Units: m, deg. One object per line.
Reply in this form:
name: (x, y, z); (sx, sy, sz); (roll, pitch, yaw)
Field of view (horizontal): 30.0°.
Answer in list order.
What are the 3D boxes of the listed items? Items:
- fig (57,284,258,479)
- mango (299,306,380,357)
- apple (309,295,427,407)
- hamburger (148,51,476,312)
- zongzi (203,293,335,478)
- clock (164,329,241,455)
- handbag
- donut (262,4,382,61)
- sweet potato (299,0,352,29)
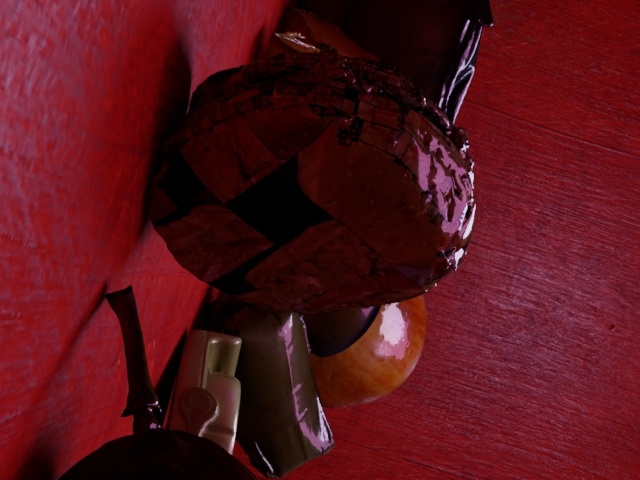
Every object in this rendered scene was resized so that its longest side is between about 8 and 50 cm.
fig: (-0.105, 0.188, 0.756); (0.204, 0.186, 0.249); (-38, 143, -52)
mango: (0.000, 0.000, 1.520); (0.152, 0.201, 0.287); (-50, 140, -83)
apple: (0.014, 0.105, 1.744); (0.233, 0.286, 0.286); (37, 69, -57)
hamburger: (-0.001, -0.031, 0.825); (0.231, 0.231, 0.107); (106, 4, -47)
zongzi: (-0.099, 0.124, 1.486); (0.289, 0.123, 0.260); (48, -24, 54)
clock: (-0.127, 0.214, 1.230); (0.232, 0.069, 0.170); (-93, -165, -62)
handbag: (0.066, -0.208, 1.308); (0.332, 0.075, 0.191); (38, -68, 57)
donut: (0.008, -0.156, 1.165); (0.078, 0.146, 0.181); (-55, -172, 20)
sweet potato: (-0.021, -0.174, 1.280); (0.067, 0.059, 0.281); (55, 51, -72)
